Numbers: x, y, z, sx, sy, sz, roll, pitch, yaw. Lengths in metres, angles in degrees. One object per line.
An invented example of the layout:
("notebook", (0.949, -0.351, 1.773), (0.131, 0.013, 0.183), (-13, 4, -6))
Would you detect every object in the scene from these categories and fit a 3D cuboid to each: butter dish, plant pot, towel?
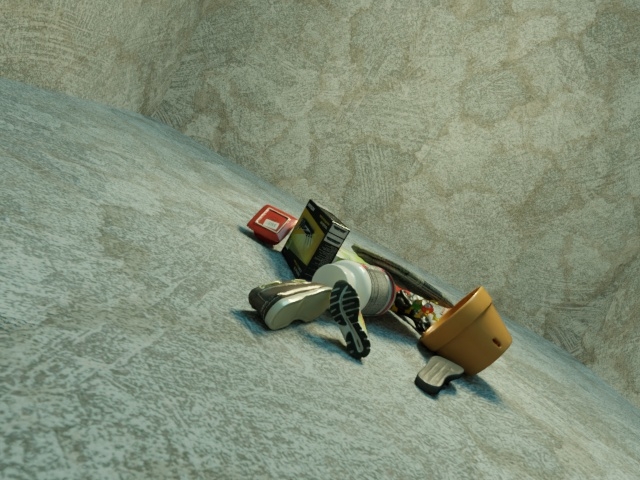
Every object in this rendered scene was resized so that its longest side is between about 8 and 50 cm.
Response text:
("butter dish", (-0.195, -0.041, 1.830), (0.160, 0.118, 0.160), (27, 48, 12))
("plant pot", (0.520, 0.330, 1.596), (0.203, 0.291, 0.291), (50, 14, 13))
("towel", (0.294, 0.137, 1.695), (0.312, 0.056, 0.324), (33, -3, -39))

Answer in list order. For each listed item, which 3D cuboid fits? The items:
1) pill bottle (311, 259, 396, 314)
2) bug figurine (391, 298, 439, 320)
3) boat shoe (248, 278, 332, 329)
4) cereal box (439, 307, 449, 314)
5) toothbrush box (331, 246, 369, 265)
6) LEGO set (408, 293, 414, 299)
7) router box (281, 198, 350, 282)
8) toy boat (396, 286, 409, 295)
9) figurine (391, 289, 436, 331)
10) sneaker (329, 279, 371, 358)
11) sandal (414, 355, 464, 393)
("pill bottle", (0.107, 0.156, 1.475), (0.176, 0.176, 0.318), (35, 11, 31))
("bug figurine", (0.300, 0.235, 1.696), (0.278, 0.072, 0.216), (8, -3, 12))
("boat shoe", (-0.063, 0.152, 1.193), (0.096, 0.117, 0.324), (37, 17, 23))
("cereal box", (0.747, 0.432, 2.347), (0.173, 0.047, 0.240), (22, 11, -39))
("toothbrush box", (0.085, 0.108, 1.840), (0.283, 0.122, 0.206), (25, 11, -20))
("LEGO set", (0.384, 0.252, 1.990), (0.023, 0.054, 0.083), (57, -12, 42))
("router box", (-0.028, 0.004, 1.672), (0.081, 0.243, 0.309), (26, 9, -23))
("toy boat", (0.309, 0.186, 2.003), (0.231, 0.151, 0.151), (20, 14, -46))
("figurine", (0.417, 0.317, 1.892), (0.214, 0.092, 0.209), (22, 20, -44))
("sneaker", (0.075, 0.208, 1.226), (0.081, 0.209, 0.094), (-14, -3, 1))
("sandal", (0.337, 0.395, 1.331), (0.097, 0.055, 0.254), (27, 16, 34))
